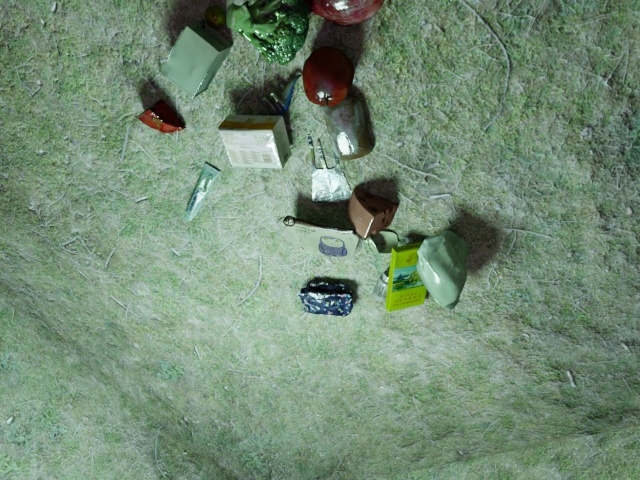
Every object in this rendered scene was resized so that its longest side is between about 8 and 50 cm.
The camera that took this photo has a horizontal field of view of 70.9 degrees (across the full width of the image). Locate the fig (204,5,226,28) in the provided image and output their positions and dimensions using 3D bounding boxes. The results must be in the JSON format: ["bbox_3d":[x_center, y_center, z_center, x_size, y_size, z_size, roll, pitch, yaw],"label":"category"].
[{"bbox_3d":[-0.361,-0.767,1.548,0.074,0.088,0.073,-7,122,-11],"label":"fig"}]

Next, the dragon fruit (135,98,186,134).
[{"bbox_3d":[-0.636,-0.466,1.787,0.127,0.120,0.161,-29,118,33],"label":"dragon fruit"}]

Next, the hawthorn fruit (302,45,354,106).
[{"bbox_3d":[0.021,-0.543,1.541,0.190,0.251,0.189,8,151,4],"label":"hawthorn fruit"}]

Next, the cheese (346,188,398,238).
[{"bbox_3d":[0.202,-0.092,1.818,0.203,0.177,0.128,20,124,-2],"label":"cheese"}]

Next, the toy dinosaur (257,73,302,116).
[{"bbox_3d":[-0.127,-0.498,1.705,0.248,0.075,0.188,-33,121,22],"label":"toy dinosaur"}]

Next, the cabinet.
[{"bbox_3d":[-0.443,-0.651,1.606,0.150,0.145,0.206,37,122,-13],"label":"cabinet"}]

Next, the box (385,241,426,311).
[{"bbox_3d":[0.389,0.161,1.981,0.187,0.047,0.334,-10,125,-15],"label":"box"}]

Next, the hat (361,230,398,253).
[{"bbox_3d":[0.254,-0.001,1.944,0.166,0.081,0.122,-1,84,-5],"label":"hat"}]

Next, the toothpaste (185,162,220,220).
[{"bbox_3d":[-0.530,-0.204,1.982,0.075,0.048,0.296,31,121,-8],"label":"toothpaste"}]

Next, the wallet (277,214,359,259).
[{"bbox_3d":[0.001,-0.003,1.919,0.336,0.068,0.274,11,155,13],"label":"wallet"}]

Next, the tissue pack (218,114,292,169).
[{"bbox_3d":[-0.246,-0.381,1.728,0.225,0.124,0.184,6,135,18],"label":"tissue pack"}]

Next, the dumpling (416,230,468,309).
[{"bbox_3d":[0.496,0.112,1.848,0.212,0.269,0.320,9,152,11],"label":"dumpling"}]

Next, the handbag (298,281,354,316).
[{"bbox_3d":[0.031,0.272,2.136,0.261,0.113,0.161,3,130,8],"label":"handbag"}]

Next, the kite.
[{"bbox_3d":[0.035,-0.286,1.829,0.170,0.015,0.309,-1,123,11],"label":"kite"}]

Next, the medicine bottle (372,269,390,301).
[{"bbox_3d":[0.295,0.206,2.056,0.079,0.079,0.140,18,124,0],"label":"medicine bottle"}]

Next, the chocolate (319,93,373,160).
[{"bbox_3d":[0.098,-0.413,1.681,0.157,0.080,0.253,-12,119,14],"label":"chocolate"}]

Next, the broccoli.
[{"bbox_3d":[-0.167,-0.713,1.458,0.270,0.270,0.269,-5,129,-25],"label":"broccoli"}]

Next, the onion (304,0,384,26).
[{"bbox_3d":[0.061,-0.790,1.426,0.284,0.120,0.227,-18,113,22],"label":"onion"}]
